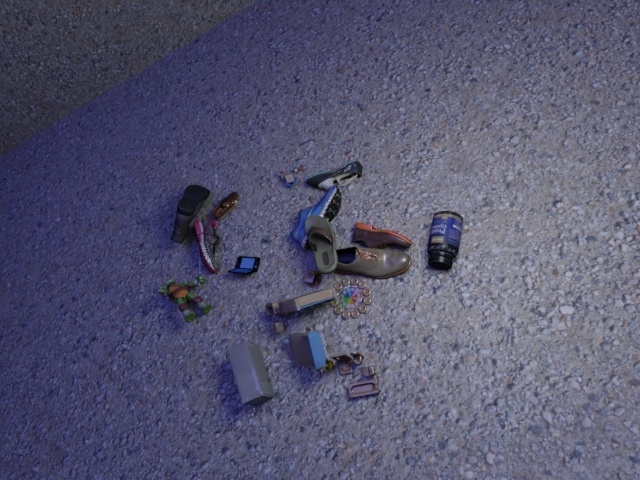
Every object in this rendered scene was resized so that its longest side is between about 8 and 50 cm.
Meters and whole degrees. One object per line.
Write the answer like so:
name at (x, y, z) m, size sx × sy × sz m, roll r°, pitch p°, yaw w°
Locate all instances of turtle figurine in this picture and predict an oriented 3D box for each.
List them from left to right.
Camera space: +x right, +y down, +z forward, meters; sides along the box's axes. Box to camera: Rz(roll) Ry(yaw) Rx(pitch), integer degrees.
turtle figurine at (-0.632, 0.225, 1.956) m, size 0.266 × 0.198 × 0.274 m, roll 43°, pitch 103°, yaw 22°

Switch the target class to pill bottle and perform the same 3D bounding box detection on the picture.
pill bottle at (0.498, 0.001, 1.699) m, size 0.123 × 0.123 × 0.219 m, roll 7°, pitch 68°, yaw 23°

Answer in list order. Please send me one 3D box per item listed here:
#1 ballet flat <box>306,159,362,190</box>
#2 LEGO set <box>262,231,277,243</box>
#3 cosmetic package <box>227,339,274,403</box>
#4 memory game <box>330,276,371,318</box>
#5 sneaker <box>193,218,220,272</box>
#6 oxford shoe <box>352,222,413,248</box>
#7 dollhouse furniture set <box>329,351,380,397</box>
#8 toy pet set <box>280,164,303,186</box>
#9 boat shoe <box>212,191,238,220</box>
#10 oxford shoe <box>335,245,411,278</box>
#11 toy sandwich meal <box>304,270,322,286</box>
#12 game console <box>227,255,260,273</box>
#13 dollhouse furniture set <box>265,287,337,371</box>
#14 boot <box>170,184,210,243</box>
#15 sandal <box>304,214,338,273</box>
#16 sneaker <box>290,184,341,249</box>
ballet flat at (0.069, -0.296, 2.020) m, size 0.281 × 0.095 × 0.096 m, roll -20°, pitch 73°, yaw 10°
LEGO set at (-0.249, -0.014, 2.039) m, size 0.083 × 0.023 × 0.054 m, roll -47°, pitch 59°, yaw -5°
cosmetic package at (-0.286, 0.542, 1.730) m, size 0.107 × 0.127 × 0.237 m, roll -26°, pitch 61°, yaw 7°
memory game at (0.127, 0.241, 1.785) m, size 0.186 × 0.012 × 0.186 m, roll -8°, pitch 63°, yaw 17°
sneaker at (-0.545, 0.019, 2.086) m, size 0.112 × 0.120 × 0.298 m, roll -11°, pitch 66°, yaw -19°
oxford shoe at (0.264, 0.001, 1.815) m, size 0.272 × 0.097 × 0.098 m, roll 17°, pitch 88°, yaw 33°
dollhouse furniture set at (0.129, 0.505, 1.594) m, size 0.144 × 0.123 × 0.151 m, roll -15°, pitch 62°, yaw 13°
toy pet set at (-0.138, -0.320, 2.137) m, size 0.122 × 0.065 × 0.114 m, roll -16°, pitch 27°, yaw 10°
boat shoe at (-0.492, -0.184, 2.188) m, size 0.064 × 0.060 × 0.178 m, roll 31°, pitch 79°, yaw 29°
oxford shoe at (0.199, 0.085, 1.764) m, size 0.349 × 0.130 × 0.122 m, roll -4°, pitch 65°, yaw 19°
toy sandwich meal at (-0.032, 0.167, 1.869) m, size 0.086 × 0.029 × 0.085 m, roll -8°, pitch 63°, yaw 17°
game console at (-0.360, 0.115, 1.991) m, size 0.122 × 0.071 × 0.107 m, roll 3°, pitch 67°, yaw 21°
dollhouse furniture set at (-0.047, 0.376, 1.750) m, size 0.286 × 0.198 × 0.303 m, roll -21°, pitch 82°, yaw 54°
boot at (-0.687, -0.143, 2.192) m, size 0.118 × 0.338 × 0.222 m, roll 24°, pitch 118°, yaw -4°
sandal at (0.002, 0.000, 1.772) m, size 0.120 × 0.086 × 0.302 m, roll -27°, pitch 51°, yaw 11°
sneaker at (-0.027, -0.126, 1.951) m, size 0.147 × 0.129 × 0.329 m, roll 31°, pitch 79°, yaw 27°
